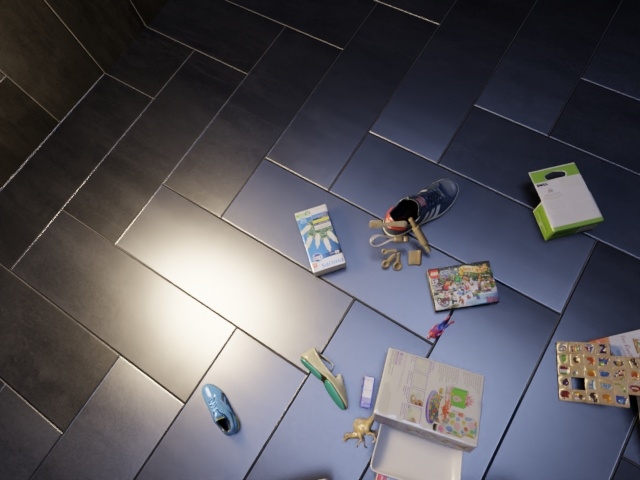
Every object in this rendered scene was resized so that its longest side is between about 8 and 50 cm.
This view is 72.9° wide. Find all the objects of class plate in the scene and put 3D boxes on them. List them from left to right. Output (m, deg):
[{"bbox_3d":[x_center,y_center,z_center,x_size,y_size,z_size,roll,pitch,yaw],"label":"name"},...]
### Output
[{"bbox_3d":[0.325,0.664,1.424,0.277,0.045,0.278,15,48,11],"label":"plate"}]

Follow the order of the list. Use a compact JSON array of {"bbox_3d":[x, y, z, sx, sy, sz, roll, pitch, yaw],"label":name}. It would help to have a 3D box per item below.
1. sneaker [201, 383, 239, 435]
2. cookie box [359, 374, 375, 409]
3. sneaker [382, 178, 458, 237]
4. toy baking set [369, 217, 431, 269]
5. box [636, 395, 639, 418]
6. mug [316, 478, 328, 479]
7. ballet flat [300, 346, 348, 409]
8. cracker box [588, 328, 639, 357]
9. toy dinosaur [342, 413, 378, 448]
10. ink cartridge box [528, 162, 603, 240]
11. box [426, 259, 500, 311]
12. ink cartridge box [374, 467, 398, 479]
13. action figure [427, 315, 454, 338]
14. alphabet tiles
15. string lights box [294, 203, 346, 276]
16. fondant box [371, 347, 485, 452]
[{"bbox_3d":[-0.364,0.600,1.549,0.069,0.082,0.209,-37,69,-5],"label":"sneaker"},{"bbox_3d":[0.161,0.527,1.508,0.040,0.092,0.107,10,71,6],"label":"cookie box"},{"bbox_3d":[0.400,-0.141,1.686,0.350,0.148,0.131,-36,71,-7],"label":"sneaker"},{"bbox_3d":[0.298,0.007,1.630,0.197,0.030,0.256,-28,112,5],"label":"toy baking set"},{"bbox_3d":[1.080,0.569,1.354,0.113,0.094,0.275,-7,84,4],"label":"box"},{"bbox_3d":[-0.102,0.950,1.319,0.328,0.276,0.374,-15,100,7],"label":"mug"},{"bbox_3d":[0.032,0.485,1.549,0.086,0.086,0.248,-41,71,-8],"label":"ballet flat"},{"bbox_3d":[1.066,0.388,1.467,0.232,0.067,0.155,-14,70,1],"label":"cracker box"},{"bbox_3d":[0.160,0.646,1.487,0.183,0.053,0.092,-39,70,-7],"label":"toy dinosaur"},{"bbox_3d":[0.920,-0.151,1.659,0.189,0.097,0.255,-13,68,2],"label":"ink cartridge box"},{"bbox_3d":[0.528,0.171,1.616,0.233,0.044,0.159,-9,70,3],"label":"box"},{"bbox_3d":[0.248,0.780,1.404,0.135,0.099,0.056,15,76,12],"label":"ink cartridge box"},{"bbox_3d":[0.435,0.322,1.584,0.115,0.030,0.038,-38,76,-5],"label":"action figure"},{"bbox_3d":[0.919,0.439,1.434,0.237,0.009,0.198,-7,67,37],"label":"alphabet tiles"},{"bbox_3d":[0.000,0.000,1.719,0.133,0.077,0.259,-18,70,-2],"label":"string lights box"},{"bbox_3d":[0.360,0.526,1.447,0.330,0.096,0.238,14,53,12],"label":"fondant box"}]
